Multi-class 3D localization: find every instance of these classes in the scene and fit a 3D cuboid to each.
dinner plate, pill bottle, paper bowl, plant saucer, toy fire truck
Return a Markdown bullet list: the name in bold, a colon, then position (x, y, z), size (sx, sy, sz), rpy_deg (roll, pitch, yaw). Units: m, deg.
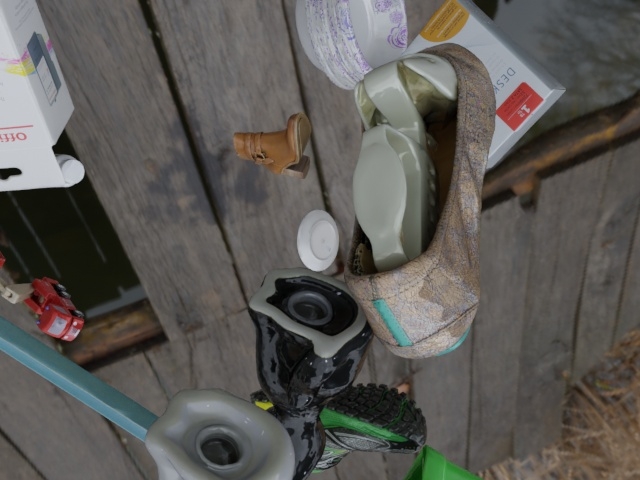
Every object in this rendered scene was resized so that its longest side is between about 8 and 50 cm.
- **dinner plate**: position (0.000, 0.000, 1.733), size (0.141, 0.017, 0.141), rpy_deg (-4, 95, -48)
- **pill bottle**: position (-0.515, -0.139, 1.509), size (0.065, 0.116, 0.065), rpy_deg (-8, 101, -43)
- **paper bowl**: position (0.056, -0.450, 1.550), size (0.148, 0.284, 0.284), rpy_deg (-2, 154, 33)
- **plant saucer**: position (-0.190, 0.120, 0.619), size (0.018, 0.192, 0.067), rpy_deg (-59, -175, -26)
- **toy fire truck**: position (-0.486, 0.088, 1.267), size (0.135, 0.192, 0.047), rpy_deg (27, 99, -46)

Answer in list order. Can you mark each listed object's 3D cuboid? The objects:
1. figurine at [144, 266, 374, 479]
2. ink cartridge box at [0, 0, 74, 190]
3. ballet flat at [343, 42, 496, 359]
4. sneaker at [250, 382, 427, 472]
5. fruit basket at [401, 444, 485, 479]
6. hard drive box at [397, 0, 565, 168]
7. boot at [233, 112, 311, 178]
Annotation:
- **figurine**: position (-0.044, 0.163, 0.562), size (0.215, 0.092, 0.209), rpy_deg (-53, 158, -46)
- **ink cartridge box**: position (-0.502, -0.245, 1.116), size (0.207, 0.119, 0.353), rpy_deg (-3, 130, 5)
- **ballet flat**: position (0.070, -0.068, 0.565), size (0.108, 0.315, 0.106), rpy_deg (-22, 134, 29)
- **sneaker**: position (0.035, 0.332, 1.336), size (0.134, 0.344, 0.146), rpy_deg (-19, 102, -51)
- **fruit basket**: position (0.092, 0.503, 1.199), size (0.393, 0.282, 0.392), rpy_deg (9, 144, 7)
- **hard drive box**: position (0.253, -0.261, 1.267), size (0.181, 0.232, 0.089), rpy_deg (-50, 164, 27)
- **boot**: position (-0.100, -0.197, 1.521), size (0.153, 0.072, 0.197), rpy_deg (18, 149, 8)
